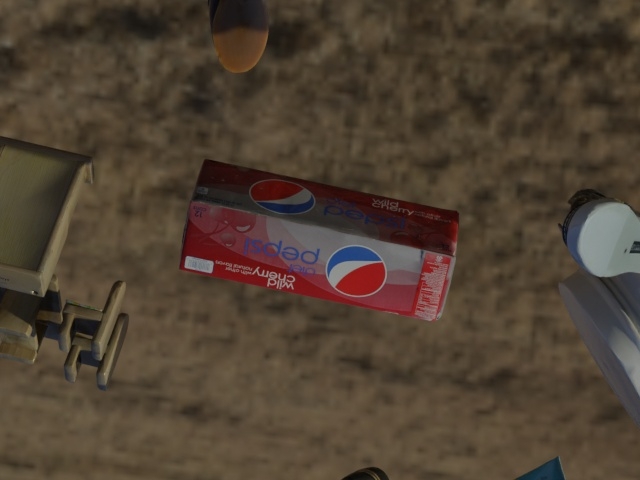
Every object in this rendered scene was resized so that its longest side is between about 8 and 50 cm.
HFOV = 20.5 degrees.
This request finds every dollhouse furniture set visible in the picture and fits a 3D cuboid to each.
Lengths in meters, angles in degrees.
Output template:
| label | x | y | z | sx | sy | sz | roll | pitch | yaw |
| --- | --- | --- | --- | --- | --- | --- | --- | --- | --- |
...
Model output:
| label | x | y | z | sx | sy | sz | roll | pitch | yaw |
| --- | --- | --- | --- | --- | --- | --- | --- | --- | --- |
| dollhouse furniture set | -0.322 | 0.025 | 1.978 | 0.212 | 0.161 | 0.242 | 13 | 148 | 5 |

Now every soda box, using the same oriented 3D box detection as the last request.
| label | x | y | z | sx | sy | sz | roll | pitch | yaw |
| --- | --- | --- | --- | --- | --- | --- | --- | --- | --- |
| soda box | 0.000 | 0.000 | 1.735 | 0.263 | 0.083 | 0.092 | 12 | -149 | 0 |

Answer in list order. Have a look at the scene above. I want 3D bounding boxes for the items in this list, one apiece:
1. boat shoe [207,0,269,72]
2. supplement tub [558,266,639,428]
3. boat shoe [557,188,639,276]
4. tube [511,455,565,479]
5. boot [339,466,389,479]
| label | x | y | z | sx | sy | sz | roll | pitch | yaw |
| --- | --- | --- | --- | --- | --- | --- | --- | --- | --- |
| boat shoe | -0.104 | -0.311 | 2.175 | 0.073 | 0.207 | 0.073 | -6 | -148 | -13 |
| supplement tub | 0.418 | 0.044 | 1.746 | 0.316 | 0.228 | 0.228 | -31 | 163 | 0 |
| boat shoe | 0.232 | -0.010 | 1.519 | 0.083 | 0.065 | 0.183 | 26 | -173 | 32 |
| tube | 0.167 | 0.298 | 1.845 | 0.207 | 0.080 | 0.052 | -26 | 141 | 13 |
| boot | 0.045 | 0.390 | 2.200 | 0.077 | 0.198 | 0.137 | -28 | 166 | 36 |
